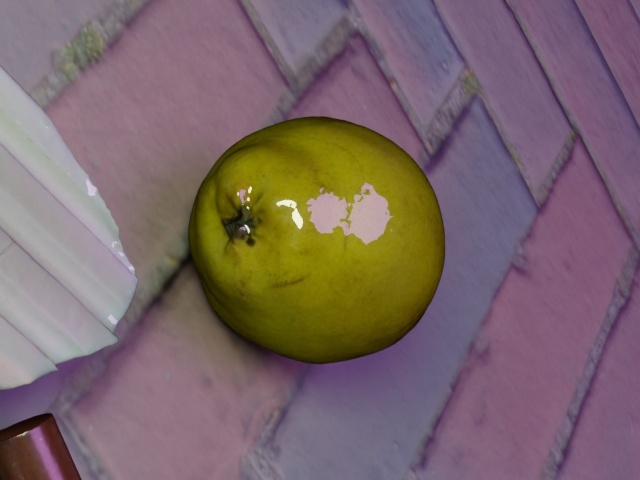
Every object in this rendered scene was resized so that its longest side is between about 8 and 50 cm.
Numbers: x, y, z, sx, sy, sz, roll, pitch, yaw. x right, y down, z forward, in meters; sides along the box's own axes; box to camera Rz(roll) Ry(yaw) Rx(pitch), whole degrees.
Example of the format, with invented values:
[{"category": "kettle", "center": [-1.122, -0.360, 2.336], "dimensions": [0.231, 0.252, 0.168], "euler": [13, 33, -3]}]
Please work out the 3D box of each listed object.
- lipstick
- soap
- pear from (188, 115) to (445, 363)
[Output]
[{"category": "lipstick", "center": [-0.145, 0.294, 1.313], "dimensions": [0.057, 0.057, 0.356], "euler": [-33, 102, -56]}, {"category": "soap", "center": [-0.275, -0.035, 1.221], "dimensions": [0.347, 0.115, 0.208], "euler": [47, 41, -33]}, {"category": "pear", "center": [0.000, 0.000, 1.533], "dimensions": [0.269, 0.212, 0.212], "euler": [17, 61, -62]}]
